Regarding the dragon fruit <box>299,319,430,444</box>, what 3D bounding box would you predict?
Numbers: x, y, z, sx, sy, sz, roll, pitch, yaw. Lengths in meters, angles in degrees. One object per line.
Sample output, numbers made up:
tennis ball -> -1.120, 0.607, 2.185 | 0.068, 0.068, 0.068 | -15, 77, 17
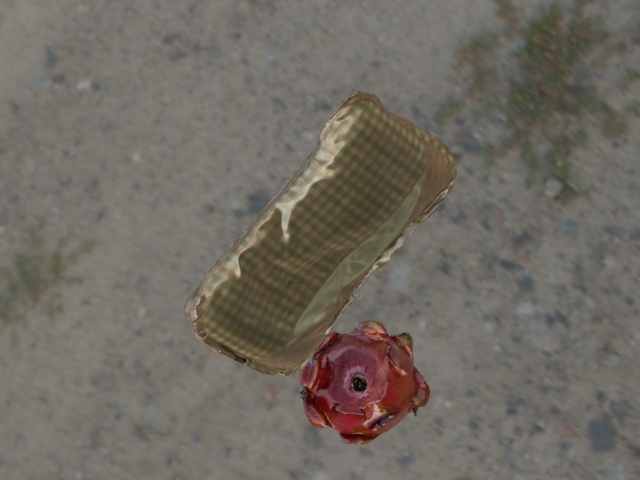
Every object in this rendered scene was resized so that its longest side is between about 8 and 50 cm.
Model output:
dragon fruit -> 0.042, 0.125, 1.427 | 0.126, 0.068, 0.112 | -11, 60, -15

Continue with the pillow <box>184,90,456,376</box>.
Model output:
pillow -> 0.001, 0.002, 1.082 | 0.211, 0.135, 0.034 | -53, 47, 8
